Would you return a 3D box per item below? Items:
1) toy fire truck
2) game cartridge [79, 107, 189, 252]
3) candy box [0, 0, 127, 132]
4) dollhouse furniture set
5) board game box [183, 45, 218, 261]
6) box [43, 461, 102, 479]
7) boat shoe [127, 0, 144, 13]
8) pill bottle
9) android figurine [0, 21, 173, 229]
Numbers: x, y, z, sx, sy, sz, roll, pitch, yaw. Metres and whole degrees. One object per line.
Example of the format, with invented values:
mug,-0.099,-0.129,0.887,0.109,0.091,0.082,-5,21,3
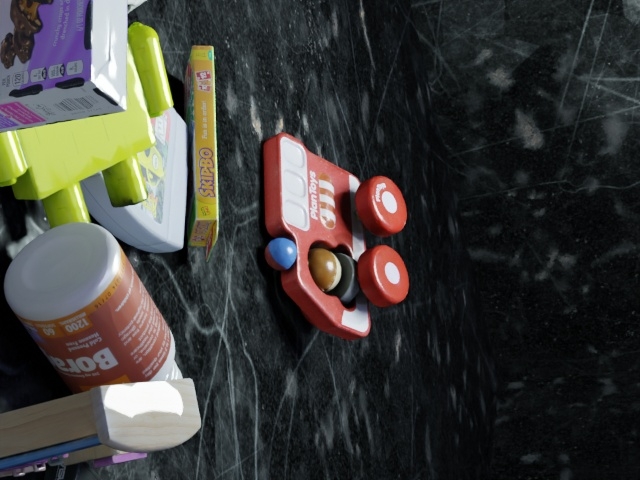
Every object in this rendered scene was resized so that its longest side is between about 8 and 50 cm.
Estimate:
toy fire truck,0.000,0.000,2.084,0.254,0.169,0.302,24,55,-42
game cartridge,-0.230,-0.109,1.508,0.294,0.060,0.196,53,37,-59
candy box,-0.272,-0.185,1.143,0.070,0.196,0.164,40,44,-65
dollhouse furniture set,-0.175,0.290,1.131,0.286,0.198,0.303,6,71,-63
board game box,-0.156,-0.110,1.691,0.124,0.039,0.259,124,-38,-70
box,-0.234,0.344,1.296,0.184,0.045,0.190,66,23,-45
boat shoe,-0.240,-0.302,1.505,0.267,0.096,0.088,-70,180,-81
pill bottle,-0.221,0.094,1.317,0.121,0.121,0.216,-82,157,-43
android figurine,-0.255,-0.149,1.309,0.248,0.056,0.273,-30,116,-43
